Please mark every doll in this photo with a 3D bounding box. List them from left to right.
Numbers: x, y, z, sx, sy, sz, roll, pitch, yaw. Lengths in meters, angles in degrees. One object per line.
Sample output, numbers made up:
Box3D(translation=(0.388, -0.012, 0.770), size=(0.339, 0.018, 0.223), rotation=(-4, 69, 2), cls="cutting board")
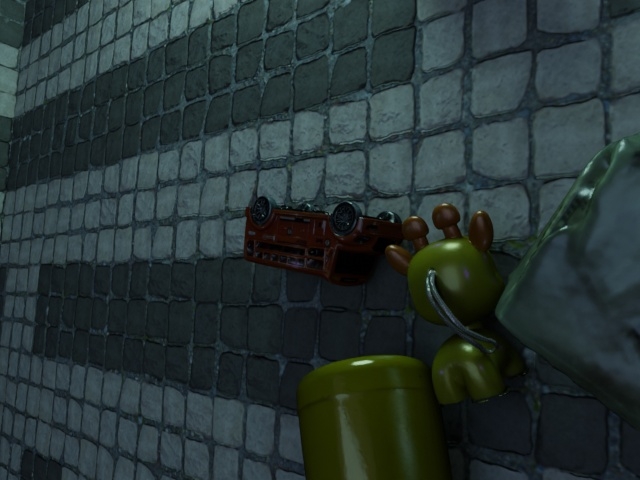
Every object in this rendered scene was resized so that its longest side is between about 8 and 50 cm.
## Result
Box3D(translation=(0.155, 0.069, 0.644), size=(0.143, 0.135, 0.221), rotation=(-21, 82, 40), cls="doll")

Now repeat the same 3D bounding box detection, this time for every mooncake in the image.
Box3D(translation=(0.320, 0.038, 0.500), size=(0.254, 0.136, 0.250), rotation=(38, 110, 31), cls="mooncake")

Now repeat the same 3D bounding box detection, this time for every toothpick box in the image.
Box3D(translation=(0.068, 0.284, 0.635), size=(0.175, 0.175, 0.271), rotation=(-30, 54, 35), cls="toothpick box")

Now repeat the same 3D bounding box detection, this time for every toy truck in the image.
Box3D(translation=(0.000, 0.000, 0.812), size=(0.252, 0.107, 0.114), rotation=(9, 91, 44), cls="toy truck")
